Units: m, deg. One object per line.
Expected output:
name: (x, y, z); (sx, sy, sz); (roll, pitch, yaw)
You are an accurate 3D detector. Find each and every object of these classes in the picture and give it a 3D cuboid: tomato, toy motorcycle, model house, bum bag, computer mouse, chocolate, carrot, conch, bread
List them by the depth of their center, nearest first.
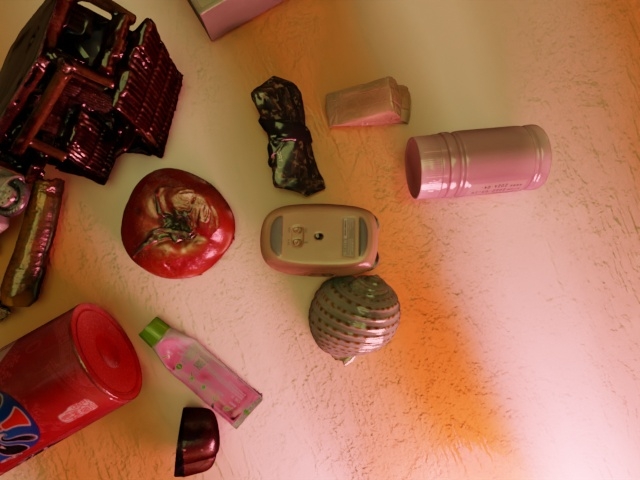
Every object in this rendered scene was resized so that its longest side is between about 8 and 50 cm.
model house: (-0.394, -0.228, 0.819); (0.283, 0.297, 0.317); (23, 81, -46)
toy motorcycle: (-0.672, -0.063, 0.875); (0.260, 0.110, 0.170); (-32, 68, 6)
conch: (0.064, 0.155, 0.886); (0.172, 0.131, 0.199); (19, 88, -3)
carrot: (-0.557, 0.000, 0.888); (0.070, 0.070, 0.260); (14, 88, -2)
tomato: (-0.282, -0.034, 0.890); (0.228, 0.101, 0.227); (0, 91, -6)
chocolate: (-0.236, 0.389, 0.890); (0.080, 0.125, 0.148); (6, 126, -11)
computer mouse: (0.000, 0.000, 0.904); (0.237, 0.082, 0.145); (-1, 78, 1)
bum bag: (-0.067, -0.206, 0.915); (0.102, 0.069, 0.247); (-15, 88, -39)
bread: (0.100, -0.276, 0.948); (0.152, 0.105, 0.077); (-4, 90, 29)

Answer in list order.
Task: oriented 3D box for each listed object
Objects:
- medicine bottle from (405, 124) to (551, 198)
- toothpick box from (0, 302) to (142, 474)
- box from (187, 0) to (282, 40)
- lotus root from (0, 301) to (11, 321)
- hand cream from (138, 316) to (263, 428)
medicine bottle: (0.303, -0.153, 0.901); (0.250, 0.133, 0.133); (-6, 89, -4)
toothpick box: (-0.526, 0.280, 0.821); (0.333, 0.204, 0.204); (-31, 91, -3)
box: (-0.184, -0.560, 0.892); (0.225, 0.117, 0.225); (-31, 90, -2)
lotus root: (-0.665, 0.134, 0.882); (0.152, 0.063, 0.072); (5, 114, 6)
hand cream: (-0.241, 0.259, 0.918); (0.275, 0.050, 0.079); (43, 113, -7)
